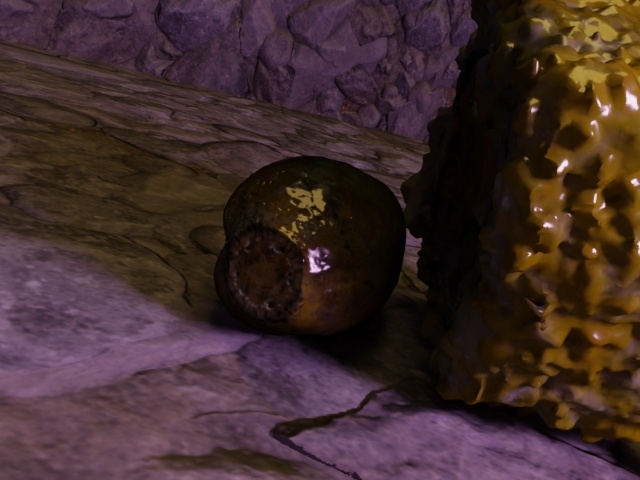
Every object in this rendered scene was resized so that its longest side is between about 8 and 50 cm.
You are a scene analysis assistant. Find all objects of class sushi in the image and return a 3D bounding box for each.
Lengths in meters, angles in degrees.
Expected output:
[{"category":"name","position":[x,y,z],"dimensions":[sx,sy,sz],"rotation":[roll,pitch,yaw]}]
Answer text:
[{"category":"sushi","position":[0.212,-0.036,0.629],"dimensions":[0.240,0.351,0.396],"rotation":[9,36,-2]}]

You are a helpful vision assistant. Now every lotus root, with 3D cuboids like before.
[{"category":"lotus root","position":[0.000,0.000,0.664],"dimensions":[0.160,0.151,0.275],"rotation":[24,16,10]}]
